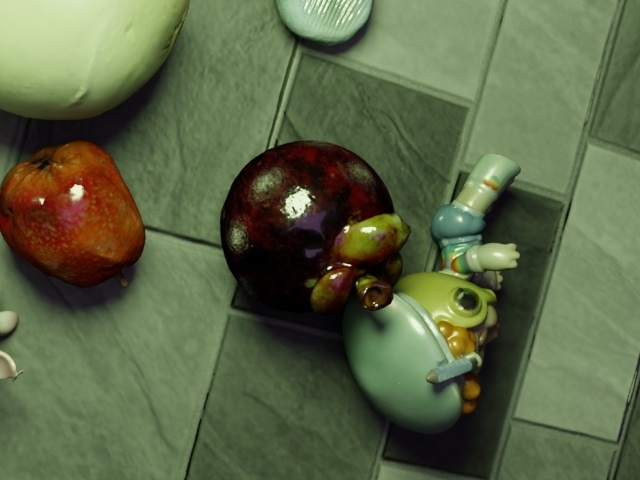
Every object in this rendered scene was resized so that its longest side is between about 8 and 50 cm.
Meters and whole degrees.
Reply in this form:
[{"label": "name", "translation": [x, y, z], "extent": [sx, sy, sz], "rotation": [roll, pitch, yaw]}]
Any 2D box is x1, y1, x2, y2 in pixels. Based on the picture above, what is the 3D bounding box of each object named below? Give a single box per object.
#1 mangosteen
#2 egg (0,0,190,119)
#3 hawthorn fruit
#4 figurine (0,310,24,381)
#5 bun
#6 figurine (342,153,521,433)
[{"label": "mangosteen", "translation": [0.000, 0.000, 1.284], "extent": [0.228, 0.265, 0.228], "rotation": [-28, 142, -25]}, {"label": "egg", "translation": [-0.322, -0.282, 1.155], "extent": [0.345, 0.283, 0.283], "rotation": [17, 89, -6]}, {"label": "hawthorn fruit", "translation": [-0.299, -0.028, 1.245], "extent": [0.173, 0.179, 0.173], "rotation": [-2, 61, 4]}, {"label": "figurine", "translation": [-0.477, 0.114, 1.181], "extent": [0.284, 0.206, 0.316], "rotation": [46, 76, -26]}, {"label": "bun", "translation": [0.003, -0.324, 1.355], "extent": [0.140, 0.083, 0.141], "rotation": [-5, 104, -23]}, {"label": "figurine", "translation": [0.156, 0.065, 1.411], "extent": [0.205, 0.224, 0.382], "rotation": [23, 62, 2]}]
